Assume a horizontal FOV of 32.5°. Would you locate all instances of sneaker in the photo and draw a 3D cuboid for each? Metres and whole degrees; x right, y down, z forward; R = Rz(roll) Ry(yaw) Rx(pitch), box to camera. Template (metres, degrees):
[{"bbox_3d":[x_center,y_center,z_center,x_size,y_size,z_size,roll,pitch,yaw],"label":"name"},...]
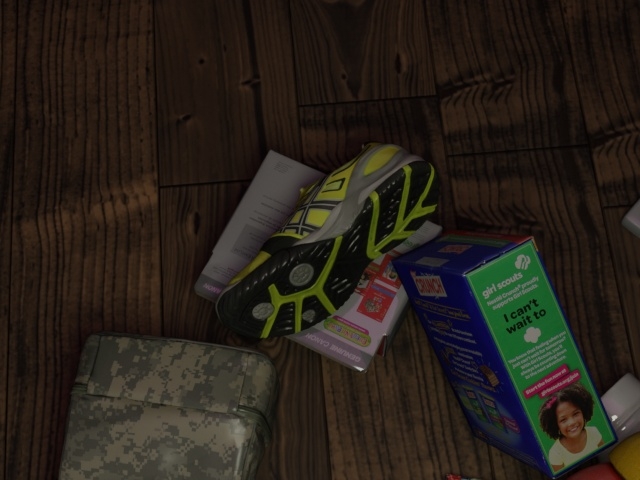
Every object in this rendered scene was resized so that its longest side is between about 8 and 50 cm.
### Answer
[{"bbox_3d":[0.000,0.000,1.649,0.385,0.145,0.147,-37,41,-9],"label":"sneaker"}]

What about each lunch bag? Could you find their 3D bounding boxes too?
[{"bbox_3d":[-0.225,0.288,1.605,0.305,0.212,0.256,8,67,5],"label":"lunch bag"}]

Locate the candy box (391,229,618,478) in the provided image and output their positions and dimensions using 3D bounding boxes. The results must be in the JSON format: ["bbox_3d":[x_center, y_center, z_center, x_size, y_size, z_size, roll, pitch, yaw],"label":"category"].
[{"bbox_3d":[0.256,0.149,1.569,0.122,0.268,0.317,-29,101,-13],"label":"candy box"}]

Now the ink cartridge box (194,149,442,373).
[{"bbox_3d":[-0.005,0.048,1.751,0.309,0.130,0.271,26,71,11],"label":"ink cartridge box"}]

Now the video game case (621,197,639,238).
[{"bbox_3d":[0.721,-0.053,1.839,0.300,0.036,0.329,40,72,15],"label":"video game case"}]

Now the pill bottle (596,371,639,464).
[{"bbox_3d":[0.509,0.339,1.606,0.160,0.160,0.283,-40,72,-15],"label":"pill bottle"}]

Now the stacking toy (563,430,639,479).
[{"bbox_3d":[0.451,0.364,1.415,0.350,0.350,0.480,41,100,16],"label":"stacking toy"}]

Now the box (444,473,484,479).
[{"bbox_3d":[0.225,0.425,1.643,0.094,0.027,0.137,8,67,5],"label":"box"}]
